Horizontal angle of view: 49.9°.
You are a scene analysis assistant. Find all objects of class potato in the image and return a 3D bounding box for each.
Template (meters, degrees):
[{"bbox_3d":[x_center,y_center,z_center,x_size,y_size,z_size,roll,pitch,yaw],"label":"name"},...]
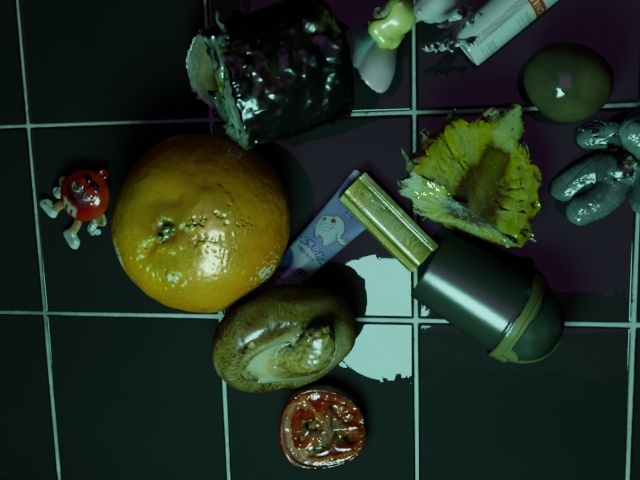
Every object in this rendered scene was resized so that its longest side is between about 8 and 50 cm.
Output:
[{"bbox_3d":[-0.231,-0.384,1.634,0.138,0.098,0.243,-15,106,19],"label":"potato"}]

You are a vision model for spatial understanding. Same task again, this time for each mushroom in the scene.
[{"bbox_3d":[-0.079,0.232,1.600,0.344,0.239,0.345,5,140,4],"label":"mushroom"}]

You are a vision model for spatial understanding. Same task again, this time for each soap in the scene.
[{"bbox_3d":[0.159,-0.043,1.625,0.092,0.037,0.252,-45,92,-2],"label":"soap"}]

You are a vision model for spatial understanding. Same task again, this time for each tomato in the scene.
[{"bbox_3d":[0.004,0.458,1.718,0.227,0.101,0.228,1,104,3],"label":"tomato"}]

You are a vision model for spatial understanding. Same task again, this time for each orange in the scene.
[{"bbox_3d":[-0.279,-0.033,1.573,0.423,0.326,0.424,3,103,15],"label":"orange"}]

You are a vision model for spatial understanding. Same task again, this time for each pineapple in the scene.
[{"bbox_3d":[0.338,-0.168,1.548,0.344,0.209,0.286,31,75,-19],"label":"pineapple"}]

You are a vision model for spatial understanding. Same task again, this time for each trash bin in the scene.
[{"bbox_3d":[0.389,0.137,1.540,0.333,0.214,0.214,34,103,9],"label":"trash bin"}]

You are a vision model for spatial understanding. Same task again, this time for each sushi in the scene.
[{"bbox_3d":[-0.085,-0.356,1.445,0.294,0.299,0.282,-16,105,-11],"label":"sushi"}]

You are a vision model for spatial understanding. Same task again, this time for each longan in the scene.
[{"bbox_3d":[0.526,-0.337,1.465,0.189,0.189,0.189,2,99,10],"label":"longan"}]

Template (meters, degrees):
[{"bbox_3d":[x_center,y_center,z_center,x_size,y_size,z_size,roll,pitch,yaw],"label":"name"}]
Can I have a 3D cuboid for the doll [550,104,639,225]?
[{"bbox_3d":[0.643,-0.174,1.449,0.340,0.158,0.246,-31,54,22],"label":"doll"}]

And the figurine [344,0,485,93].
[{"bbox_3d":[0.196,-0.441,1.410,0.206,0.284,0.315,49,126,-7],"label":"figurine"}]

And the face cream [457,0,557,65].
[{"bbox_3d":[0.448,-0.527,1.483,0.345,0.102,0.102,-39,90,15],"label":"face cream"}]

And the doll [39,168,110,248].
[{"bbox_3d":[-0.610,-0.095,1.756,0.217,0.085,0.183,-36,90,23],"label":"doll"}]

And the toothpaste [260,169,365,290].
[{"bbox_3d":[0.000,0.000,1.668,0.371,0.080,0.125,-45,89,4],"label":"toothpaste"}]
